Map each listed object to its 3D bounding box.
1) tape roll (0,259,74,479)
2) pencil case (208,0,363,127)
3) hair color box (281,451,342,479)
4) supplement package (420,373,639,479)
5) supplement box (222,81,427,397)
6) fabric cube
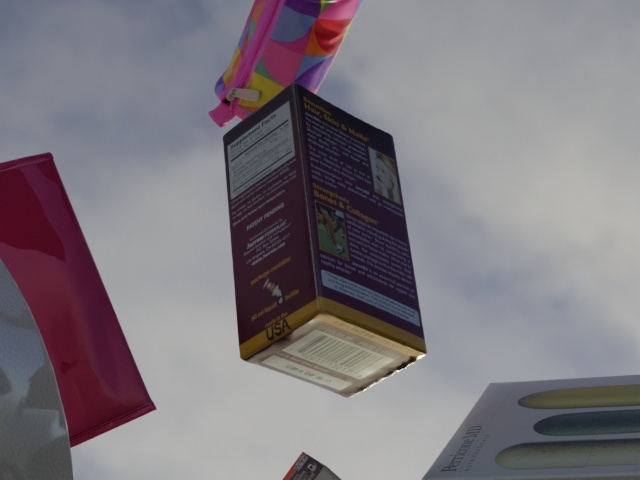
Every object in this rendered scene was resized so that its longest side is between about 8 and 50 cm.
[{"bbox_3d":[-0.323,0.155,1.117,0.072,0.392,0.392,-9,-45,-46],"label":"tape roll"},{"bbox_3d":[-0.023,-0.208,1.478,0.104,0.104,0.236,16,-56,-18],"label":"pencil case"},{"bbox_3d":[0.005,0.320,1.856,0.072,0.043,0.141,-53,-43,-11],"label":"hair color box"},{"bbox_3d":[0.230,0.208,1.020,0.263,0.199,0.198,-6,-78,21],"label":"supplement package"},{"bbox_3d":[0.000,0.000,1.063,0.104,0.188,0.081,25,-44,-39],"label":"supplement box"},{"bbox_3d":[-0.353,0.101,1.377,0.259,0.254,0.258,-25,-94,43],"label":"fabric cube"}]
